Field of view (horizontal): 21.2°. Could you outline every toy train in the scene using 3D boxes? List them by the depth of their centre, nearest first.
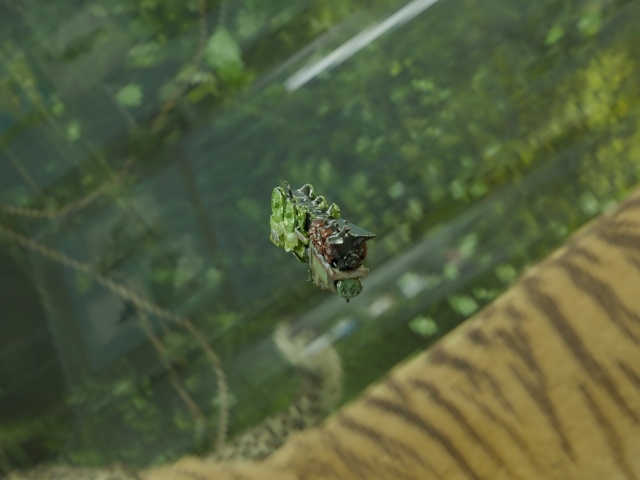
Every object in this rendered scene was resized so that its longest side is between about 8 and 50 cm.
[{"bbox_3d":[0.000,0.000,1.806,0.053,0.085,0.250,-4,16,-16],"label":"toy train"}]
